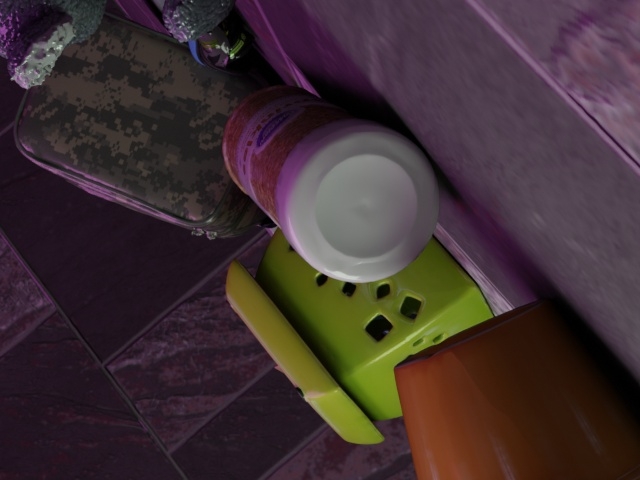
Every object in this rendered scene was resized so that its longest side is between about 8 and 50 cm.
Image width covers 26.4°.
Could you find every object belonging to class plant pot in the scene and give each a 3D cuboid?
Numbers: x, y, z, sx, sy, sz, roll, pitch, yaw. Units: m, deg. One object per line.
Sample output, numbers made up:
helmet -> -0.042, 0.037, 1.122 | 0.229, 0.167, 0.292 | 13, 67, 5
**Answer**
plant pot -> 0.148, 0.153, 1.005 | 0.205, 0.205, 0.188 | 91, 154, -87
plant pot -> 0.043, 0.078, 1.463 | 0.227, 0.207, 0.228 | 50, 177, 28

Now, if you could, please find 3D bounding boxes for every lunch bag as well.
lunch bag -> -0.181, -0.132, 1.671 | 0.305, 0.213, 0.256 | 22, -178, 12

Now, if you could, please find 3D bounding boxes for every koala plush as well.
koala plush -> -0.229, -0.250, 1.243 | 0.196, 0.221, 0.203 | 49, 177, 30

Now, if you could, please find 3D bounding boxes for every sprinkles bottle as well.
sprinkles bottle -> -0.003, -0.059, 1.179 | 0.121, 0.121, 0.355 | 51, 178, -16

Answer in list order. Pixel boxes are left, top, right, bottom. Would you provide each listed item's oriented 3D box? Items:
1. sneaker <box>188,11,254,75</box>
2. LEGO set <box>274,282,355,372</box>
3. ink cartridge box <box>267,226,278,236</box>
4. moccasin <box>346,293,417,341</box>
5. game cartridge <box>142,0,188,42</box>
sneaker -> -0.109, -0.229, 1.441 | 0.078, 0.067, 0.188 | 27, 169, 17
LEGO set -> 0.030, 0.052, 1.686 | 0.107, 0.132, 0.287 | 38, -138, -31
ink cartridge box -> 0.000, 0.000, 2.175 | 0.197, 0.114, 0.273 | 52, 178, -10
moccasin -> 0.093, 0.103, 1.988 | 0.138, 0.117, 0.342 | 48, 177, 39
game cartridge -> -0.229, -0.358, 1.602 | 0.230, 0.068, 0.355 | 45, 176, 20
